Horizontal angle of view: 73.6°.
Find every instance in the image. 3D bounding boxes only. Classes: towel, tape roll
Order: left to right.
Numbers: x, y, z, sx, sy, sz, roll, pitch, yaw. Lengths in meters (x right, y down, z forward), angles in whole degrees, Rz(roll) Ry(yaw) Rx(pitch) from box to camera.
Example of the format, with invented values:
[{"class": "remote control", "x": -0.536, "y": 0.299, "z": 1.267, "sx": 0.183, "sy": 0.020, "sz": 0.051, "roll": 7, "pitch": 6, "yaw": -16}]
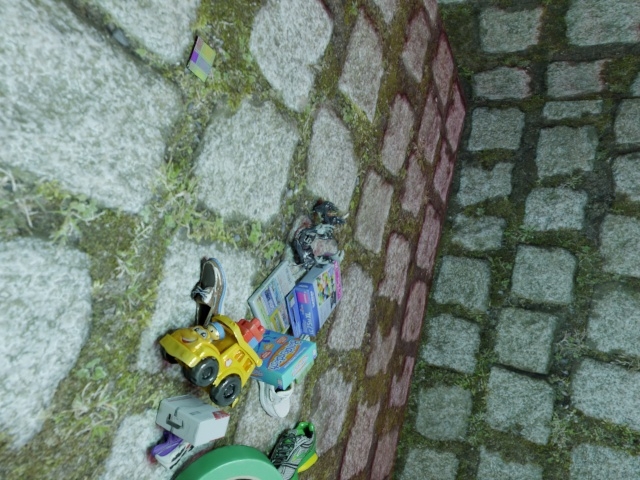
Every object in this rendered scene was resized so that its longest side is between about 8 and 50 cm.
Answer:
[{"class": "towel", "x": -0.270, "y": -0.411, "z": 0.972, "sx": 0.060, "sy": 0.009, "sz": 0.083, "roll": 32, "pitch": 70, "yaw": -58}, {"class": "tape roll", "x": -0.242, "y": 0.691, "z": 1.081, "sx": 0.321, "sy": 0.077, "sz": 0.321, "roll": -5, "pitch": 99, "yaw": -32}, {"class": "towel", "x": -0.068, "y": 0.416, "z": 1.509, "sx": 0.113, "sy": 0.023, "sz": 0.152, "roll": -41, "pitch": 133, "yaw": -45}]

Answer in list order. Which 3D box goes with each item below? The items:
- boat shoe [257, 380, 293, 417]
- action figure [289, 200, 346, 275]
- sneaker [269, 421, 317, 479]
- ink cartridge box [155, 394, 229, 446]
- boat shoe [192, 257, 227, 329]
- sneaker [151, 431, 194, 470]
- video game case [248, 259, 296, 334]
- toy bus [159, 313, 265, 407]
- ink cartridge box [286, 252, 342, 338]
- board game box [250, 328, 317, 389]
[{"class": "boat shoe", "x": -0.131, "y": 0.460, "z": 1.333, "sx": 0.098, "sy": 0.096, "sz": 0.277, "roll": -47, "pitch": 135, "yaw": -45}, {"class": "action figure", "x": 0.000, "y": 0.000, "z": 1.402, "sx": 0.276, "sy": 0.141, "sz": 0.164, "roll": -64, "pitch": 147, "yaw": -34}, {"class": "sneaker", "x": -0.118, "y": 0.707, "z": 1.410, "sx": 0.343, "sy": 0.134, "sz": 0.146, "roll": -2, "pitch": 92, "yaw": -68}, {"class": "ink cartridge box", "x": -0.299, "y": 0.417, "z": 1.001, "sx": 0.099, "sy": 0.135, "sz": 0.056, "roll": 20, "pitch": 83, "yaw": -59}, {"class": "boat shoe", "x": -0.272, "y": 0.134, "z": 1.045, "sx": 0.066, "sy": 0.066, "sz": 0.183, "roll": -18, "pitch": 112, "yaw": -56}, {"class": "sneaker", "x": -0.335, "y": 0.470, "z": 1.027, "sx": 0.068, "sy": 0.071, "sz": 0.170, "roll": -64, "pitch": 167, "yaw": 10}, {"class": "video game case", "x": -0.134, "y": 0.201, "z": 1.337, "sx": 0.193, "sy": 0.023, "sz": 0.212, "roll": -51, "pitch": 139, "yaw": -42}, {"class": "toy bus", "x": -0.234, "y": 0.253, "z": 1.017, "sx": 0.211, "sy": 0.149, "sz": 0.220, "roll": -48, "pitch": 136, "yaw": -23}, {"class": "ink cartridge box", "x": -0.010, "y": 0.193, "z": 1.481, "sx": 0.311, "sy": 0.065, "sz": 0.186, "roll": -44, "pitch": 132, "yaw": -53}, {"class": "board game box", "x": -0.140, "y": 0.314, "z": 1.170, "sx": 0.160, "sy": 0.210, "sz": 0.047, "roll": -33, "pitch": 125, "yaw": -53}]
